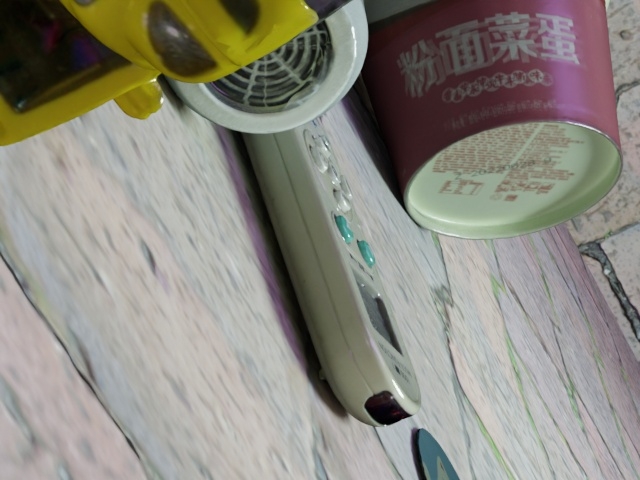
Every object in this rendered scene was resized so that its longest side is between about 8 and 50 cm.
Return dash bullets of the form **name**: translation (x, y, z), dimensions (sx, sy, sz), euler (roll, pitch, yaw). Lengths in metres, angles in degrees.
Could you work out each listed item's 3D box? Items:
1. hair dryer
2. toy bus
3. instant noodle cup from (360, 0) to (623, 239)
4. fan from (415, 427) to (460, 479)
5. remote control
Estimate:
- **hair dryer**: translation (-0.108, -0.218, 0.835), dimensions (0.357, 0.107, 0.173), euler (48, 17, -27)
- **toy bus**: translation (-0.074, -0.130, 0.586), dimensions (0.144, 0.152, 0.330), euler (56, 11, -13)
- **instant noodle cup**: translation (0.143, -0.121, 1.412), dimensions (0.235, 0.234, 0.179), euler (47, 28, -56)
- **fan**: translation (0.086, 0.181, 0.992), dimensions (0.113, 0.005, 0.175), euler (57, 13, -32)
- **remote control**: translation (0.000, 0.000, 0.915), dimensions (0.078, 0.042, 0.221), euler (48, 21, -58)
